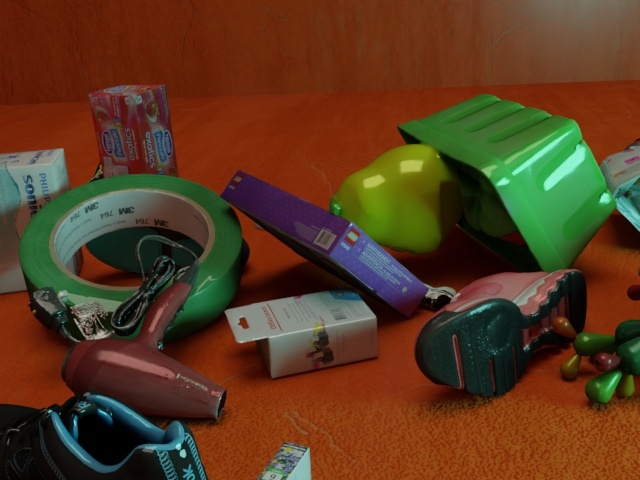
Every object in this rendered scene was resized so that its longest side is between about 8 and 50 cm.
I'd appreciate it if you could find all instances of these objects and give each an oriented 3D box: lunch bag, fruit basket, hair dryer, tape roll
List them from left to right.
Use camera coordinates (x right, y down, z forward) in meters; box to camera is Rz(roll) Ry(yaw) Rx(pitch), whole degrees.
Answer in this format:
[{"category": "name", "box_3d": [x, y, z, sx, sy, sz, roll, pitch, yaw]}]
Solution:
[{"category": "tape roll", "box_3d": [-0.278, 0.020, 1.081, 0.321, 0.077, 0.321, 4, 39, -3]}, {"category": "hair dryer", "box_3d": [-0.210, 0.108, 0.872, 0.223, 0.080, 0.293, -28, 57, -22]}, {"category": "fruit basket", "box_3d": [0.214, -0.063, 1.156, 0.392, 0.283, 0.392, -30, 25, 16]}, {"category": "lunch bag", "box_3d": [0.622, -0.083, 1.237, 0.262, 0.160, 0.223, 8, 24, 14]}]

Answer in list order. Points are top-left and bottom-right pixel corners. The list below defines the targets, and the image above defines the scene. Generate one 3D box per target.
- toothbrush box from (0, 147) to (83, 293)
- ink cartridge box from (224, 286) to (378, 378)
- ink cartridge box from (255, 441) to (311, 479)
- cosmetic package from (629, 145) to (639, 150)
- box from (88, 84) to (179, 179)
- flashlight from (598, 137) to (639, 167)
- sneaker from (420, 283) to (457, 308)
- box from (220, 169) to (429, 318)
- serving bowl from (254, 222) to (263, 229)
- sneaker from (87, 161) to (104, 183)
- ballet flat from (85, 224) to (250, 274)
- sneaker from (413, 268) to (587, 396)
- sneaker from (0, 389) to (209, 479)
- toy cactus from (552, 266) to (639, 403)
[{"category": "toothbrush box", "box_3d": [-0.571, -0.026, 1.203, 0.295, 0.217, 0.126, -7, 21, -7]}, {"category": "ink cartridge box", "box_3d": [-0.027, 0.121, 0.938, 0.181, 0.062, 0.104, -9, 21, -14]}, {"category": "ink cartridge box", "box_3d": [-0.043, 0.238, 0.630, 0.029, 0.063, 0.115, 7, 23, 24]}, {"category": "cosmetic package", "box_3d": [0.726, -0.129, 1.399, 0.230, 0.118, 0.085, -5, 21, -1]}, {"category": "box", "box_3d": [-0.416, -0.217, 1.618, 0.128, 0.257, 0.122, 6, 24, 23]}, {"category": "flashlight", "box_3d": [0.601, -0.150, 1.500, 0.303, 0.103, 0.103, -12, -4, -19]}, {"category": "sneaker", "box_3d": [0.159, 0.083, 1.048, 0.083, 0.032, 0.037, -2, 21, 7]}, {"category": "box", "box_3d": [0.000, 0.000, 1.068, 0.293, 0.201, 0.057, 28, 82, 48]}, {"category": "serving bowl", "box_3d": [-0.092, -0.046, 1.439, 0.083, 0.027, 0.083, -2, 21, 1]}, {"category": "sneaker", "box_3d": [-0.525, -0.176, 1.754, 0.084, 0.097, 0.235, -4, 21, -1]}, {"category": "ballet flat", "box_3d": [-0.259, 0.013, 1.239, 0.280, 0.095, 0.096, 8, 12, 2]}, {"category": "sneaker", "box_3d": [0.207, 0.109, 0.905, 0.313, 0.116, 0.136, -13, 11, -40]}, {"category": "sneaker", "box_3d": [-0.230, 0.193, 0.673, 0.340, 0.140, 0.125, 7, 25, 29]}, {"category": "toy cactus", "box_3d": [0.374, 0.092, 0.826, 0.219, 0.112, 0.180, -32, -6, -35]}]
